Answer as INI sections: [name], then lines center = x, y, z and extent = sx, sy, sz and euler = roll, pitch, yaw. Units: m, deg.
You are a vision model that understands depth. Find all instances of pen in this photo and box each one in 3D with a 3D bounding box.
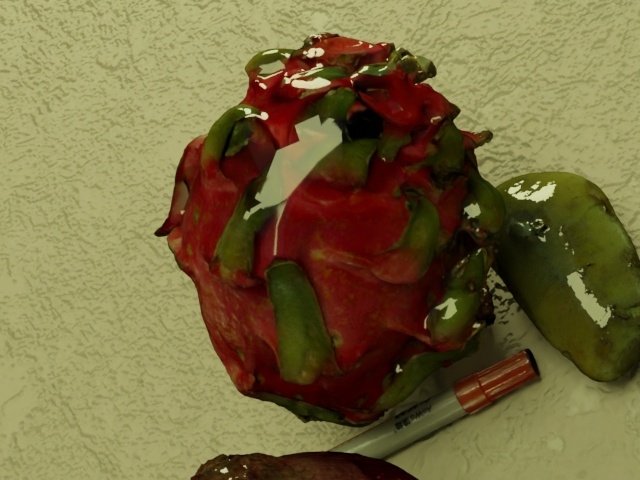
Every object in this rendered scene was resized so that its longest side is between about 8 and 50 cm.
[pen]
center = 0.063, 0.147, 1.279
extent = 0.239, 0.028, 0.028
euler = -30, 53, 17

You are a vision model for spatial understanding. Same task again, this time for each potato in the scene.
[potato]
center = 0.185, 0.021, 1.232
extent = 0.105, 0.085, 0.188
euler = -44, 53, 26

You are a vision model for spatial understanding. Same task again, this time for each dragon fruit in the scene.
[dragon fruit]
center = 0.012, -0.001, 1.219
extent = 0.231, 0.237, 0.302
euler = -145, 52, -66

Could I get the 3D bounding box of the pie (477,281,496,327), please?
[pie]
center = 0.068, 0.030, 1.333
extent = 0.191, 0.033, 0.088
euler = 1, 71, 35

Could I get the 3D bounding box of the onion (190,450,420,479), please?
[onion]
center = -0.013, 0.262, 1.113
extent = 0.276, 0.276, 0.276
euler = -15, 59, 26
